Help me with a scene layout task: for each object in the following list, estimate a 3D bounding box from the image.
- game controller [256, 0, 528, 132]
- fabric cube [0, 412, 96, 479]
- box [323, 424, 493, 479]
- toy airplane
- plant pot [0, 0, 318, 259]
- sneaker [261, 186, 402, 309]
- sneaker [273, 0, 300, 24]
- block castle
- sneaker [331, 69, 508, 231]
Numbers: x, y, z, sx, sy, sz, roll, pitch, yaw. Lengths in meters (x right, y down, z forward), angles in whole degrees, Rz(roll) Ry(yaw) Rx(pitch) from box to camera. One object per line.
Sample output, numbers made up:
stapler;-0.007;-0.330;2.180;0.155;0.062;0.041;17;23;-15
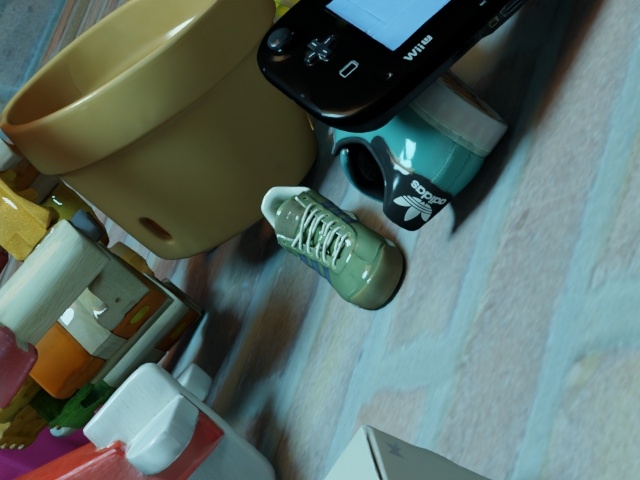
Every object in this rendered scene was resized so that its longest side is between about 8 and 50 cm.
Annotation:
game controller;0.098;-0.209;1.217;0.319;0.067;0.166;-43;32;-5
fabric cube;-0.394;0.267;1.756;0.259;0.258;0.254;-57;22;17
box;0.006;0.257;0.983;0.275;0.113;0.094;-58;21;20
toy airplane;-0.203;0.277;1.340;0.386;0.272;0.384;-33;10;-38
plant pot;-0.137;-0.120;1.573;0.291;0.203;0.291;-30;22;14
sneaker;0.000;0.000;1.346;0.064;0.086;0.192;-61;20;7
sneaker;-0.020;-0.276;1.771;0.240;0.091;0.126;-44;12;37
block castle;-0.310;0.040;1.532;0.213;0.303;0.453;-49;-12;-2
sneaker;0.050;-0.105;1.320;0.121;0.108;0.302;-55;22;11
